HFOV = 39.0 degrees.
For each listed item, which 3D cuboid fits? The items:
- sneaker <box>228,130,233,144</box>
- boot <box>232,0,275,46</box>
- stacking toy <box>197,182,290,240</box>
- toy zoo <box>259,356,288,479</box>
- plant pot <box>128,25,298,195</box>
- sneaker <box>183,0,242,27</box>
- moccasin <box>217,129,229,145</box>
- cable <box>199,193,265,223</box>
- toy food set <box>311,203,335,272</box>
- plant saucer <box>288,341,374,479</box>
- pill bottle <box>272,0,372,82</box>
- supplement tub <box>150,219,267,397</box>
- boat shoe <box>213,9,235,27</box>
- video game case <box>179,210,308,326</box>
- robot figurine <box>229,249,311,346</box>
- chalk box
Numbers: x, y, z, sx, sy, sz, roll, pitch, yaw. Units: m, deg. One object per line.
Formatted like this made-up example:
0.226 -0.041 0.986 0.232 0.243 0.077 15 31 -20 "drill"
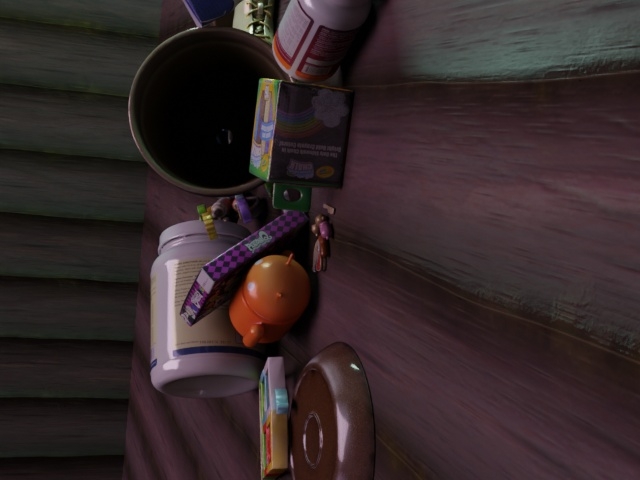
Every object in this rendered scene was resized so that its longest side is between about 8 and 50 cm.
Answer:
-0.168 -0.273 2.026 0.121 0.079 0.217 145 132 -74 "sneaker"
-0.131 -0.473 1.922 0.262 0.095 0.203 -125 44 -66 "boot"
-0.154 -0.071 1.764 0.221 0.167 0.052 -131 24 -71 "stacking toy"
-0.086 0.324 1.635 0.293 0.030 0.192 112 156 -70 "toy zoo"
-0.197 -0.232 1.810 0.280 0.323 0.323 107 165 -85 "plant pot"
-0.111 -0.524 1.644 0.127 0.315 0.182 57 161 -24 "sneaker"
-0.251 -0.249 2.099 0.342 0.117 0.137 54 140 31 "moccasin"
-0.191 -0.094 2.008 0.287 0.139 0.072 -93 -22 -68 "cable"
0.000 0.000 1.549 0.078 0.019 0.122 -148 63 -69 "toy food set"
0.007 0.315 1.430 0.310 0.050 0.310 -176 90 -70 "plant saucer"
0.009 -0.360 1.437 0.221 0.121 0.121 127 142 -57 "pill bottle"
-0.232 0.144 1.866 0.235 0.235 0.325 130 140 -60 "supplement tub"
-0.222 -0.571 2.061 0.098 0.109 0.302 -98 -9 -50 "boat shoe"
-0.144 0.049 1.679 0.042 0.232 0.210 50 147 9 "video game case"
-0.091 0.104 1.631 0.128 0.158 0.219 58 150 14 "robot figurine"
-0.039 -0.157 1.521 0.132 0.132 0.213 -146 62 -68 "chalk box"
